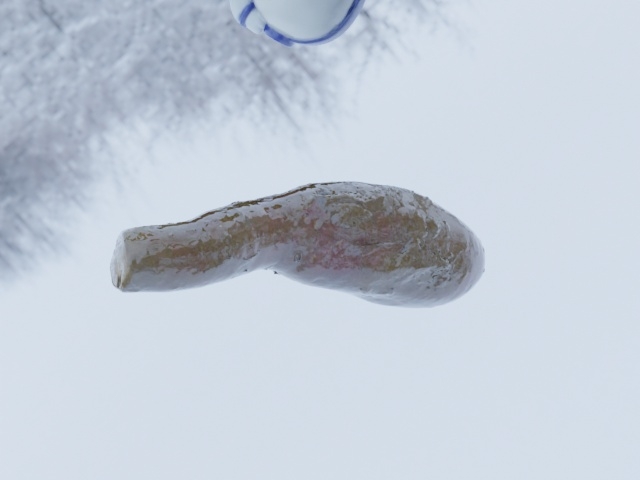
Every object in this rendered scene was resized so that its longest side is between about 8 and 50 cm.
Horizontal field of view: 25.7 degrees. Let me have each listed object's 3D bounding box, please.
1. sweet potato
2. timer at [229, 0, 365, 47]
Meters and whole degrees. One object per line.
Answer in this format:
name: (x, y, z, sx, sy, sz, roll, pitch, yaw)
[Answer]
sweet potato: (0.000, 0.000, 1.166, 0.385, 0.109, 0.109, 5, 159, -38)
timer: (-0.111, -0.355, 1.626, 0.270, 0.383, 0.270, -47, 161, -22)
